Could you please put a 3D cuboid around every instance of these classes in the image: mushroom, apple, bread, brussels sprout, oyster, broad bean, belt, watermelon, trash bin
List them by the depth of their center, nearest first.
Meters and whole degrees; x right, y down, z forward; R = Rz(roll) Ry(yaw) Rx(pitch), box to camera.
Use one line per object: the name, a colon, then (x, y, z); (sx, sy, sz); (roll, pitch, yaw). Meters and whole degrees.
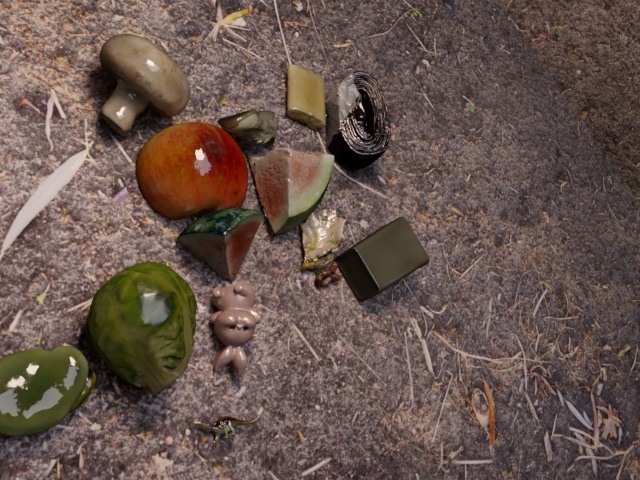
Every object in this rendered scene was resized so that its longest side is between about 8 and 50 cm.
broad bean: (-0.551, 0.291, 1.435); (0.228, 0.100, 0.169); (-5, 63, -29)
brussels sprout: (-0.369, 0.187, 1.564); (0.271, 0.210, 0.219); (69, 23, -5)
mushroom: (-0.452, -0.373, 1.805); (0.243, 0.243, 0.243); (19, 57, -32)
watermelon: (-0.234, -0.012, 1.825); (0.207, 0.202, 0.136); (-25, 58, -39)
apple: (-0.293, -0.177, 1.844); (0.293, 0.163, 0.251); (-2, 68, -39)
watermelon: (-0.081, -0.162, 2.040); (0.310, 0.193, 0.231); (-46, 117, -34)
oyster: (0.008, -0.003, 2.074); (0.133, 0.072, 0.209); (1, 49, -7)
trash bin: (0.177, 0.054, 2.152); (0.240, 0.122, 0.164); (-27, 87, -42)
bread: (-0.046, -0.439, 2.259); (0.139, 0.060, 0.178); (21, 56, -32)
belt: (0.109, -0.367, 2.288); (0.184, 0.164, 0.289); (1, 74, -16)

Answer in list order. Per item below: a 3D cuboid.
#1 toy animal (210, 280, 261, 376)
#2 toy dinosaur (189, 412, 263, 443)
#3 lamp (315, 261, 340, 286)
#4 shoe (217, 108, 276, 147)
toy animal: (-0.199, 0.208, 1.755); (0.124, 0.124, 0.212); (16, 55, -34)
toy dinosaur: (-0.211, 0.429, 1.684); (0.180, 0.037, 0.058); (3, 71, -38)
lamp: (0.018, 0.101, 2.045); (0.083, 0.031, 0.063); (-32, 127, -34)
shoe: (-0.187, -0.300, 2.000); (0.275, 0.103, 0.098); (-21, 94, -68)
